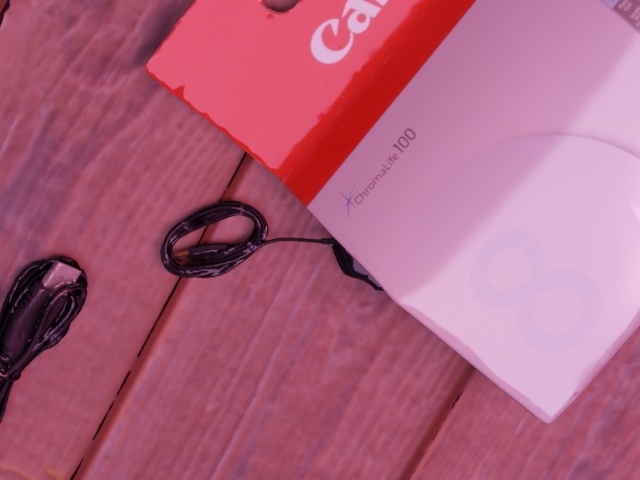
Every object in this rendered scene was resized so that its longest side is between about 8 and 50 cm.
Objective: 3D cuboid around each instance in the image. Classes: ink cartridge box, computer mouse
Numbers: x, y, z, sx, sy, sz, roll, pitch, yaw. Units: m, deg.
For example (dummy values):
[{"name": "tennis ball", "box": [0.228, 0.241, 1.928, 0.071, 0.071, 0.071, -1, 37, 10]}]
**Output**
[{"name": "ink cartridge box", "box": [0.111, -0.112, 1.305, 0.385, 0.091, 0.308, 39, 100, -2]}, {"name": "computer mouse", "box": [0.000, 0.000, 1.406, 0.242, 0.041, 0.071, -1, 99, 10]}, {"name": "computer mouse", "box": [-0.326, 0.031, 1.407, 0.272, 0.072, 0.188, 36, 106, -8]}]
